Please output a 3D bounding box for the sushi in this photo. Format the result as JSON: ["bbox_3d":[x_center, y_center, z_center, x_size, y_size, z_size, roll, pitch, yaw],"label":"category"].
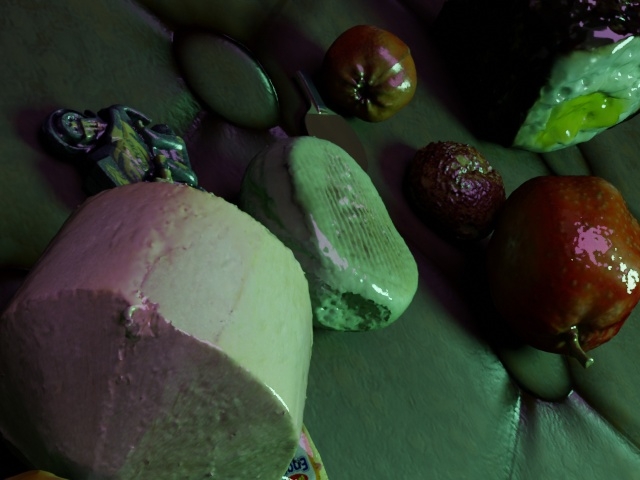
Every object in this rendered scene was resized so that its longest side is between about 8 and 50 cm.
[{"bbox_3d":[0.352,-0.305,1.733,0.299,0.281,0.294,1,51,-40],"label":"sushi"}]

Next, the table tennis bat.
[{"bbox_3d":[0.007,-0.139,1.420,0.095,0.014,0.158,-6,64,-49],"label":"table tennis bat"}]

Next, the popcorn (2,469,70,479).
[{"bbox_3d":[-0.162,0.278,0.633,0.215,0.252,0.286,36,39,-42],"label":"popcorn"}]

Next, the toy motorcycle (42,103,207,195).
[{"bbox_3d":[-0.166,-0.068,1.112,0.193,0.061,0.124,43,41,4],"label":"toy motorcycle"}]

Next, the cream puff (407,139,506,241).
[{"bbox_3d":[0.179,-0.071,1.487,0.149,0.084,0.149,32,37,-28],"label":"cream puff"}]

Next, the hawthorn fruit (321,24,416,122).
[{"bbox_3d":[0.061,-0.212,1.466,0.128,0.128,0.128,29,39,-27],"label":"hawthorn fruit"}]

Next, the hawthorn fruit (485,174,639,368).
[{"bbox_3d":[0.297,0.045,1.410,0.205,0.205,0.253,32,43,-24],"label":"hawthorn fruit"}]

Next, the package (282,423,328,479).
[{"bbox_3d":[-0.038,0.198,1.030,0.108,0.031,0.121,-11,66,-52],"label":"package"}]

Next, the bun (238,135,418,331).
[{"bbox_3d":[0.001,0.003,1.197,0.221,0.108,0.221,39,29,-27],"label":"bun"}]

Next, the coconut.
[{"bbox_3d":[-0.127,0.095,0.862,0.239,0.239,0.244,37,34,-18],"label":"coconut"}]
